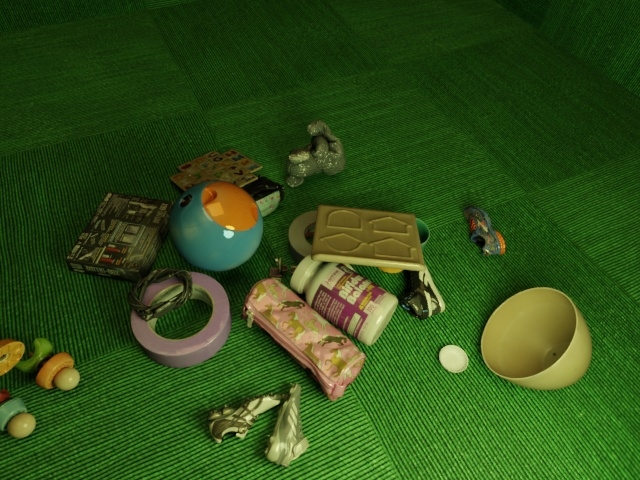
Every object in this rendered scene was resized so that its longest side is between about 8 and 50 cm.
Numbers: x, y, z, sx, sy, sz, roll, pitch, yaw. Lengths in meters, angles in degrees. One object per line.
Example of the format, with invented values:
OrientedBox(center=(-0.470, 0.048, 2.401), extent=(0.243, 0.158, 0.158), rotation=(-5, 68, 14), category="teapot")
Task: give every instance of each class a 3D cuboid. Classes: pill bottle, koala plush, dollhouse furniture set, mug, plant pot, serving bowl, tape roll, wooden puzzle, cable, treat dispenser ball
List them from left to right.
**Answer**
OrientedBox(center=(-0.460, 0.146, 1.324), extent=(0.185, 0.047, 0.151), rotation=(-37, 57, -25), category="cable")
OrientedBox(center=(-0.403, 0.228, 1.342), extent=(0.275, 0.090, 0.274), rotation=(2, 53, -3), category="tape roll")
OrientedBox(center=(-0.326, -0.045, 1.436), extent=(0.289, 0.288, 0.288), rotation=(2, 52, -2), category="treat dispenser ball")
OrientedBox(center=(-0.122, 0.114, 1.453), extent=(0.091, 0.081, 0.114), rotation=(4, 52, -1), category="dollhouse furniture set")
OrientedBox(center=(-0.038, -0.306, 1.729), extent=(0.221, 0.196, 0.203), rotation=(-34, 71, -31), category="koala plush")
OrientedBox(center=(0.000, 0.000, 1.558), extent=(0.220, 0.072, 0.219), rotation=(1, 51, -2), category="tape roll")
OrientedBox(center=(0.064, 0.167, 1.369), extent=(0.302, 0.169, 0.169), rotation=(30, 56, 18), category="pill bottle")
OrientedBox(center=(0.141, 0.000, 1.405), extent=(0.323, 0.080, 0.347), rotation=(6, 30, 1), category="wooden puzzle")
OrientedBox(center=(0.286, 0.001, 1.560), extent=(0.158, 0.097, 0.129), rotation=(-11, 54, -11), category="mug")
OrientedBox(center=(0.386, 0.350, 1.335), extent=(0.084, 0.027, 0.083), rotation=(2, 52, -3), category="serving bowl")
OrientedBox(center=(0.627, 0.298, 1.269), extent=(0.191, 0.284, 0.284), rotation=(37, 50, -19), category="plant pot")

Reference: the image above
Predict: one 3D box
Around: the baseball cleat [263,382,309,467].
OrientedBox(center=(-0.070, 0.481, 1.189), extent=(0.110, 0.072, 0.205), rotation=(26, 55, -3), category="baseball cleat")

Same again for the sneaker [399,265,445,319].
OrientedBox(center=(0.291, 0.147, 1.444), extent=(0.121, 0.079, 0.216), rotation=(-19, 65, -17), category="sneaker")

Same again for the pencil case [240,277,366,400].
OrientedBox(center=(-0.051, 0.271, 1.288), extent=(0.386, 0.160, 0.167), rotation=(36, 66, 22), category="pencil case")

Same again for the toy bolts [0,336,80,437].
OrientedBox(center=(-0.750, 0.375, 1.149), extent=(0.159, 0.218, 0.228), rotation=(30, 74, 11), category="toy bolts")

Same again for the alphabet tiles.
OrientedBox(center=(-0.392, -0.254, 1.706), extent=(0.285, 0.011, 0.343), rotation=(-31, 42, -24), category="alphabet tiles")

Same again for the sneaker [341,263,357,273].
OrientedBox(center=(0.107, 0.138, 1.479), extent=(0.065, 0.061, 0.158), rotation=(-44, 62, -1), category="sneaker")

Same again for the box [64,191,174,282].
OrientedBox(center=(-0.654, -0.018, 1.527), extent=(0.243, 0.076, 0.307), rotation=(9, 52, 3), category="box")

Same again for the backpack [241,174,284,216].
OrientedBox(center=(-0.231, -0.145, 1.627), extent=(0.152, 0.115, 0.182), rotation=(22, 45, 38), category="backpack")

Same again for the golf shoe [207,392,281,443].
OrientedBox(center=(-0.191, 0.462, 1.189), extent=(0.198, 0.077, 0.093), rotation=(-17, 66, -8), category="golf shoe")

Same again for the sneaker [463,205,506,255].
OrientedBox(center=(0.566, -0.036, 1.621), extent=(0.087, 0.083, 0.221), rotation=(-18, 51, -7), category="sneaker")
